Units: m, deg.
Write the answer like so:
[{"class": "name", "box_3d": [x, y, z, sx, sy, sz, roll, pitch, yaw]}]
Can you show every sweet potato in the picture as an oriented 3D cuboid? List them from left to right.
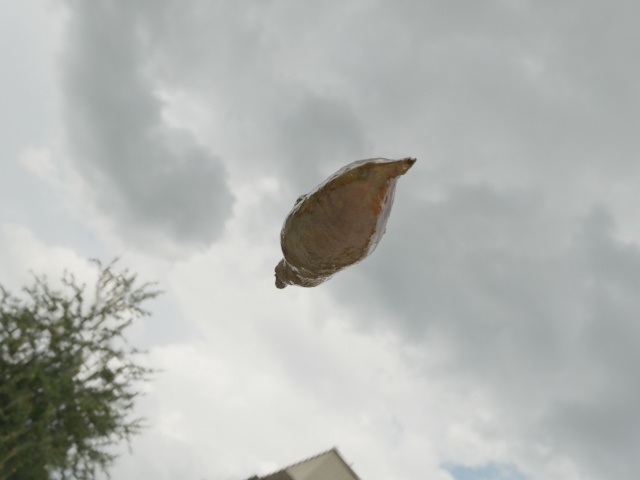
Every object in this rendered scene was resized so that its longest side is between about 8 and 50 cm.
[{"class": "sweet potato", "box_3d": [-0.004, 0.002, 0.616, 0.068, 0.068, 0.226, 50, -35, 4]}]
